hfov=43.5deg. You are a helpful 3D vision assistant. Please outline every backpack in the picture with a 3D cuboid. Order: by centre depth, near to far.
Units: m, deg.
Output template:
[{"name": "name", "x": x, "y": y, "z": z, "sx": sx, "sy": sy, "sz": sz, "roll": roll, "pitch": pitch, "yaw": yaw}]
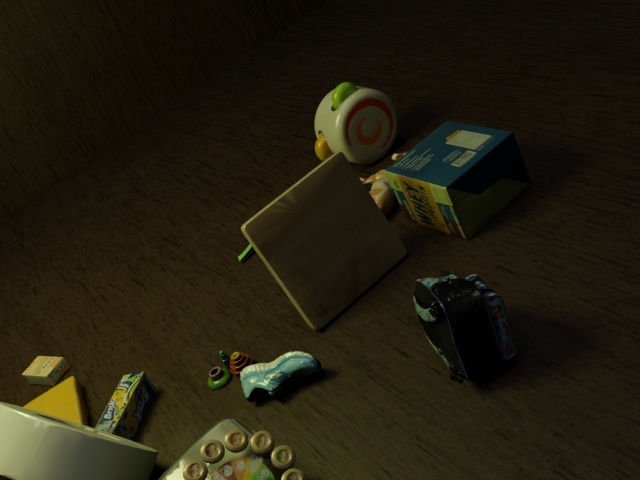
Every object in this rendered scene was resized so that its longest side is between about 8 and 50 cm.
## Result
[{"name": "backpack", "x": 0.225, "y": 0.127, "z": 1.313, "sx": 0.117, "sy": 0.158, "sz": 0.173, "roll": -22, "pitch": 17, "yaw": -6}]

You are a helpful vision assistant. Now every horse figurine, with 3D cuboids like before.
[{"name": "horse figurine", "x": 0.119, "y": -0.108, "z": 1.851, "sx": 0.175, "sy": 0.066, "sz": 0.263, "roll": -6, "pitch": 34, "yaw": 27}]

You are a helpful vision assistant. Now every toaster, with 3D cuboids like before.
[{"name": "toaster", "x": -0.152, "y": 0.391, "z": 1.232, "sx": 0.227, "sy": 0.129, "sz": 0.146, "roll": -41, "pitch": 34, "yaw": -27}]

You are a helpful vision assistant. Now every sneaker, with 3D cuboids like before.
[{"name": "sneaker", "x": -0.070, "y": 0.256, "z": 1.465, "sx": 0.162, "sy": 0.063, "sz": 0.073, "roll": -22, "pitch": 47, "yaw": 19}]

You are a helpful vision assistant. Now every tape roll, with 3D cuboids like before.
[{"name": "tape roll", "x": -0.421, "y": 0.360, "z": 1.345, "sx": 0.286, "sy": 0.286, "sz": 0.100, "roll": 2, "pitch": 69, "yaw": 43}]

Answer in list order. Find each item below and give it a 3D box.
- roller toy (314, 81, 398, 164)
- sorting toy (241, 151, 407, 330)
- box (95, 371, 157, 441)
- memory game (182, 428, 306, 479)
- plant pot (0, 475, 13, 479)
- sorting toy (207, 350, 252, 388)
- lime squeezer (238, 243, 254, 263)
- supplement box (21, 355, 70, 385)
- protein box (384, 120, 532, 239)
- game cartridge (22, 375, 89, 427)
[{"name": "roller toy", "x": 0.088, "y": -0.296, "z": 2.058, "sx": 0.191, "sy": 0.209, "sz": 0.146, "roll": 2, "pitch": 14, "yaw": -31}, {"name": "sorting toy", "x": 0.000, "y": 0.000, "z": 1.611, "sx": 0.257, "sy": 0.255, "sz": 0.089, "roll": -39, "pitch": 15, "yaw": -19}, {"name": "box", "x": -0.386, "y": 0.341, "z": 1.581, "sx": 0.054, "sy": 0.059, "sz": 0.169, "roll": -13, "pitch": 33, "yaw": 24}, {"name": "memory game", "x": -0.112, "y": 0.355, "z": 1.151, "sx": 0.186, "sy": 0.012, "sz": 0.186, "roll": 0, "pitch": 52, "yaw": 0}, {"name": "plant pot", "x": -0.475, "y": 0.487, "z": 1.271, "sx": 0.274, "sy": 0.256, "sz": 0.256, "roll": -2, "pitch": 36, "yaw": 14}, {"name": "sorting toy", "x": -0.184, "y": 0.246, "z": 1.577, "sx": 0.102, "sy": 0.042, "sz": 0.061, "roll": -28, "pitch": 29, "yaw": 2}, {"name": "lime squeezer", "x": -0.076, "y": -0.060, "z": 1.957, "sx": 0.310, "sy": 0.058, "sz": 0.110, "roll": -28, "pitch": 29, "yaw": 0}, {"name": "supplement box", "x": -0.644, "y": 0.305, "z": 1.883, "sx": 0.098, "sy": 0.036, "sz": 0.062, "roll": -4, "pitch": 38, "yaw": 36}, {"name": "protein box", "x": 0.285, "y": -0.131, "z": 1.677, "sx": 0.200, "sy": 0.136, "sz": 0.201, "roll": -39, "pitch": 31, "yaw": -18}, {"name": "game cartridge", "x": -0.596, "y": 0.440, "z": 1.623, "sx": 0.285, "sy": 0.052, "sz": 0.324, "roll": -33, "pitch": 27, "yaw": -7}]
